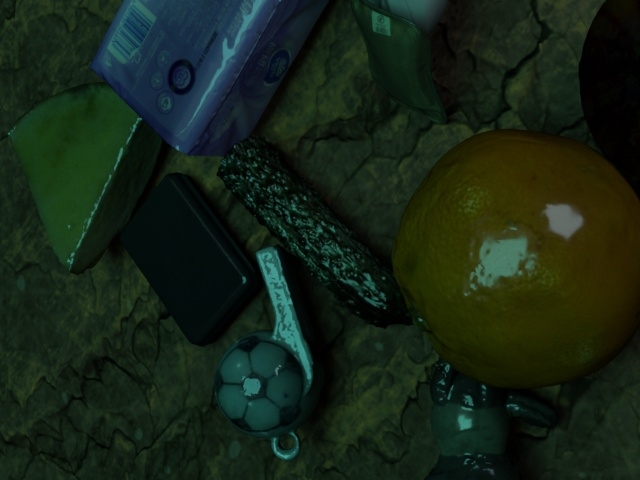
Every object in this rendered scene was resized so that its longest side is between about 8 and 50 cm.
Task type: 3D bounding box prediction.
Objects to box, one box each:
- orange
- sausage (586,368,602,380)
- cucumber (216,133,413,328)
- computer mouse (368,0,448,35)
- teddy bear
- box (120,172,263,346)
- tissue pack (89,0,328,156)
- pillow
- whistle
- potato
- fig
[{"bbox_3d":[0.233,0.022,1.500,0.312,0.312,0.312,1,92,34],"label":"orange"},{"bbox_3d":[0.299,0.148,1.622,0.107,0.031,0.031,12,98,32],"label":"sausage"},{"bbox_3d":[0.000,0.000,1.783,0.359,0.096,0.096,47,115,23],"label":"cucumber"},{"bbox_3d":[0.084,-0.397,1.671,0.121,0.184,0.297,-23,76,-5],"label":"computer mouse"},{"bbox_3d":[0.207,0.258,1.637,0.171,0.144,0.251,10,80,-1],"label":"teddy bear"},{"bbox_3d":[-0.194,0.026,1.937,0.160,0.050,0.230,-49,66,25],"label":"box"},{"bbox_3d":[-0.144,-0.317,1.830,0.242,0.160,0.338,43,113,27],"label":"tissue pack"},{"bbox_3d":[0.098,-0.228,1.657,0.130,0.217,0.033,32,73,29],"label":"pillow"},{"bbox_3d":[-0.082,0.165,1.806,0.163,0.163,0.290,-24,77,32],"label":"whistle"},{"bbox_3d":[-0.323,-0.123,1.985,0.255,0.112,0.269,-36,70,27],"label":"potato"},{"bbox_3d":[0.393,-0.185,1.455,0.235,0.214,0.235,28,131,38],"label":"fig"}]
